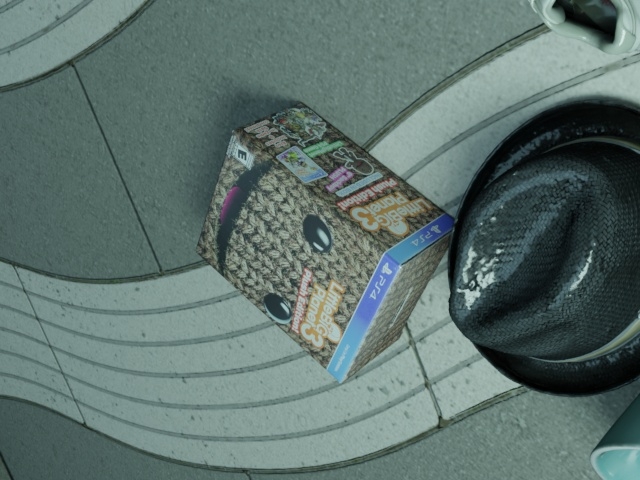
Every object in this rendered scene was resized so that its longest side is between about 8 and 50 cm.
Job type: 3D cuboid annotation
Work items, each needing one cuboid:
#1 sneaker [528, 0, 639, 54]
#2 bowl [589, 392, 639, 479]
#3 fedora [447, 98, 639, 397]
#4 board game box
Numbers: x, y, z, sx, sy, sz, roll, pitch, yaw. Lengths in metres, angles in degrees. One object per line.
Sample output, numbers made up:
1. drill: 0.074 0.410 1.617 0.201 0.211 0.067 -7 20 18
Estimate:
1. sneaker: 0.233 -0.262 0.881 0.232 0.115 0.090 38 132 21
2. bowl: 0.439 0.199 0.859 0.312 0.163 0.311 25 161 9
3. fedora: 0.237 0.012 0.938 0.334 0.153 0.333 1 91 41
4. board game box: 0.000 0.000 1.210 0.291 0.141 0.232 39 133 20
